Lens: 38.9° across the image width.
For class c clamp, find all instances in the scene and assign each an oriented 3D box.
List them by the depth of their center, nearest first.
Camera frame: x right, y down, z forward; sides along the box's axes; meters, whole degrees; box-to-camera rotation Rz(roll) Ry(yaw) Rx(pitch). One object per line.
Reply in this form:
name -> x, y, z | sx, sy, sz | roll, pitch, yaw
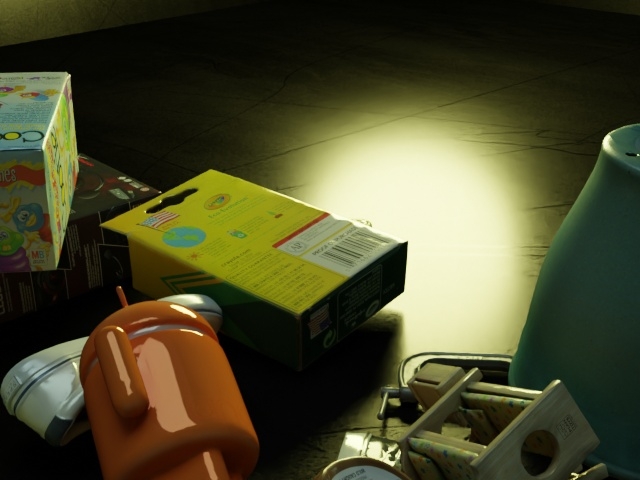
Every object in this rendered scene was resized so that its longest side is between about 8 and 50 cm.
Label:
c clamp -> 0.137, 0.146, 0.904 | 0.161, 0.022, 0.137 | -2, 19, 5

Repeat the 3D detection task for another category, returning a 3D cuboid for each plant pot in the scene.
plant pot -> 0.321, 0.039, 0.811 | 0.272, 0.255, 0.271 | 3, 24, -1

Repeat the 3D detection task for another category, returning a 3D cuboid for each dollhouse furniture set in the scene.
dollhouse furniture set -> 0.137, 0.196, 0.710 | 0.101, 0.161, 0.182 | -38, 12, -21

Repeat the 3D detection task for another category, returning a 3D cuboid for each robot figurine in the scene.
robot figurine -> -0.129, 0.142, 0.759 | 0.158, 0.128, 0.219 | 10, 38, -38

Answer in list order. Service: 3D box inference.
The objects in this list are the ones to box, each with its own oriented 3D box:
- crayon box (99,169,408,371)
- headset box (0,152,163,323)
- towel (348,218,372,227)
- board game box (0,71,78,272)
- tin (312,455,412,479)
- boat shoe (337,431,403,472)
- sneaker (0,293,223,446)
crayon box -> -0.082, 0.020, 1.084 | 0.318, 0.081, 0.202 | 23, 37, 33
headset box -> -0.381, -0.005, 1.169 | 0.293, 0.110, 0.218 | -21, 32, -37
towel -> 0.000, 0.000, 1.231 | 0.148, 0.027, 0.110 | -3, 23, 1
board game box -> -0.367, -0.087, 1.044 | 0.144, 0.142, 0.275 | -2, 27, -8
tin -> 0.057, 0.226, 0.593 | 0.106, 0.040, 0.189 | -12, 55, -44
boat shoe -> 0.042, 0.214, 0.684 | 0.070, 0.078, 0.219 | 1, 22, 9
sneaker -> -0.184, 0.133, 0.899 | 0.091, 0.094, 0.258 | 44, 41, 20
